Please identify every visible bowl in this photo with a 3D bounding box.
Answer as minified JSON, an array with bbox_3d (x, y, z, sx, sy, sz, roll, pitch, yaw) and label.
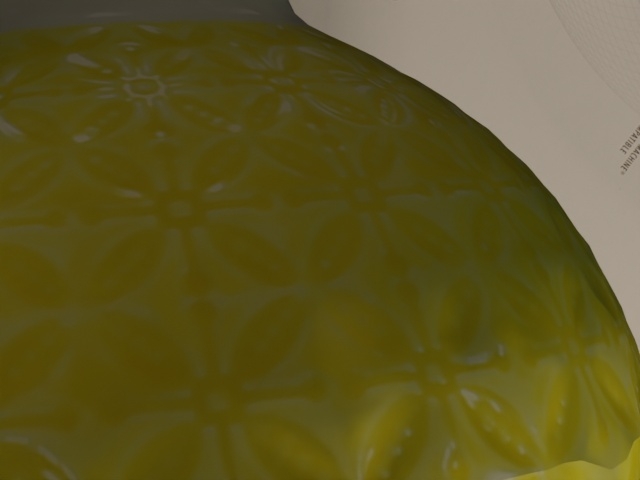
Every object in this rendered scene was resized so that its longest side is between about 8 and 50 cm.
[{"bbox_3d":[-0.061,0.004,0.466,0.289,0.289,0.156,178,-94,-86],"label":"bowl"}]

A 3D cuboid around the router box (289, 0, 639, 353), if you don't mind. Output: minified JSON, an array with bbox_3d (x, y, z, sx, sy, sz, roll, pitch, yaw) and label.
[{"bbox_3d":[0.000,0.000,0.651,0.335,0.301,0.082,-53,-176,1],"label":"router box"}]
